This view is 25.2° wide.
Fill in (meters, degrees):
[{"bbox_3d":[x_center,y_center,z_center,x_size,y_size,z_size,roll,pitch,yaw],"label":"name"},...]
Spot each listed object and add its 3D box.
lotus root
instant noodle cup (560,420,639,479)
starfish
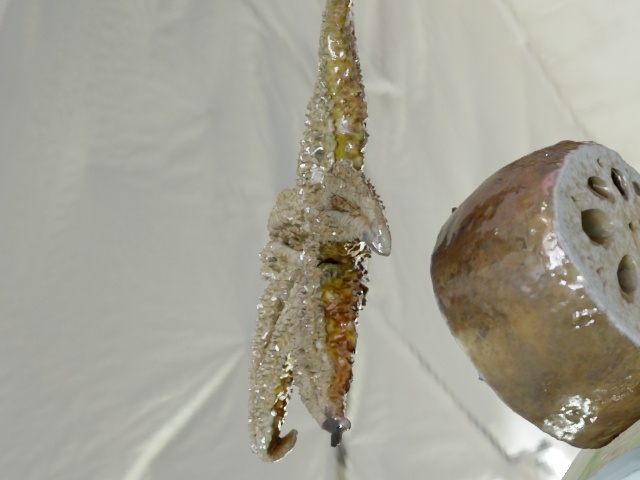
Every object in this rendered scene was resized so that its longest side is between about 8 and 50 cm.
[{"bbox_3d":[0.112,0.023,0.617,0.122,0.081,0.112,35,-131,-20],"label":"lotus root"},{"bbox_3d":[0.235,0.201,0.807,0.294,0.294,0.308,65,-158,-5],"label":"instant noodle cup"},{"bbox_3d":[0.001,0.000,0.651,0.227,0.043,0.240,-130,44,-70],"label":"starfish"}]
